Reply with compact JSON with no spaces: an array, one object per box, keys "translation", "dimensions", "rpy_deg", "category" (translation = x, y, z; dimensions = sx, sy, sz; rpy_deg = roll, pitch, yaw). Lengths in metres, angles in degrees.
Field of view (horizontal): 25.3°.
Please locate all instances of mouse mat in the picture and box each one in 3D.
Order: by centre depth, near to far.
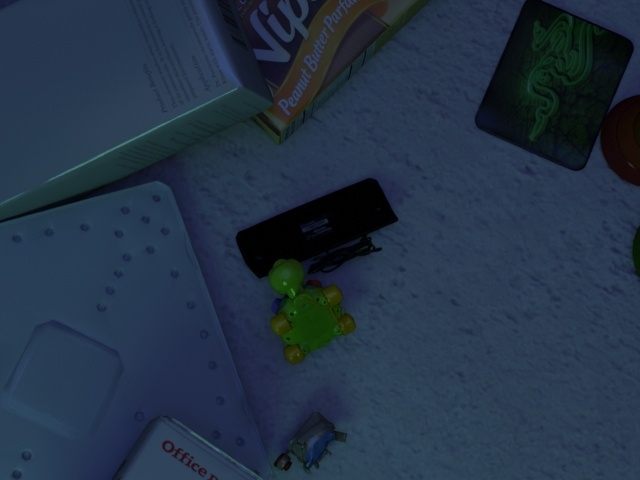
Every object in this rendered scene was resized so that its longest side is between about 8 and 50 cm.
[{"translation":[0.296,-0.198,1.797],"dimensions":[0.153,0.007,0.189],"rpy_deg":[23,80,1],"category":"mouse mat"}]

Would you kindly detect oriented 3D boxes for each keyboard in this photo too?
[{"translation":[0.000,0.000,1.744],"dimensions":[0.192,0.038,0.100],"rpy_deg":[-22,60,-5],"category":"keyboard"}]

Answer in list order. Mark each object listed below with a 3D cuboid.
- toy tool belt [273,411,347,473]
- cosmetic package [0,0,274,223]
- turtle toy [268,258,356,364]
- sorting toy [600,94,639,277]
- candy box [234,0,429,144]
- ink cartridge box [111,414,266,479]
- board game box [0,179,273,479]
[{"translation":[-0.011,0.249,1.688],"dimensions":[0.051,0.052,0.083],"rpy_deg":[37,82,11],"category":"toy tool belt"},{"translation":[-0.275,-0.177,1.642],"dimensions":[0.385,0.156,0.217],"rpy_deg":[-23,83,11],"category":"cosmetic package"},{"translation":[-0.021,0.079,1.693],"dimensions":[0.095,0.066,0.130],"rpy_deg":[-29,126,-7],"category":"turtle toy"},{"translation":[0.448,-0.017,1.716],"dimensions":[0.127,0.126,0.365],"rpy_deg":[-14,82,-8],"category":"sorting toy"},{"translation":[-0.003,-0.294,1.754],"dimensions":[0.183,0.087,0.316],"rpy_deg":[45,83,5],"category":"candy box"},{"translation":[-0.173,0.323,1.550],"dimensions":[0.158,0.092,0.218],"rpy_deg":[36,64,-7],"category":"ink cartridge box"},{"translation":[-0.296,0.163,1.636],"dimensions":[0.390,0.050,0.390],"rpy_deg":[-17,82,-22],"category":"board game box"}]
